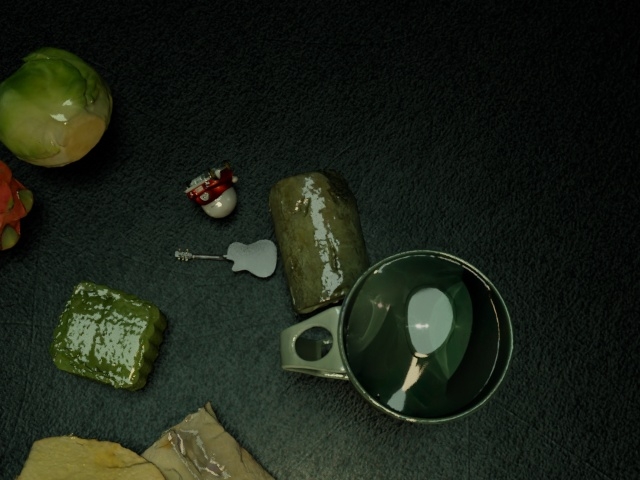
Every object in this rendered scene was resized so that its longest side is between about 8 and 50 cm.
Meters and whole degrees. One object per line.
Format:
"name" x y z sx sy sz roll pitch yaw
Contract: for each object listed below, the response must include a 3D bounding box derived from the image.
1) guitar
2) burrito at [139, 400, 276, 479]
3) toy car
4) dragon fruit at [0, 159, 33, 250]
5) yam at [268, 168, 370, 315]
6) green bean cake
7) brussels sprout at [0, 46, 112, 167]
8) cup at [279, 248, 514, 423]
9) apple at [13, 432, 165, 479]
"guitar" -0.211 0.036 1.815 0.234 0.025 0.088 4 76 0
"burrito" -0.197 0.500 1.639 0.190 0.135 0.332 -42 83 -18
"toy car" -0.238 -0.103 1.806 0.112 0.139 0.112 -28 97 16
"dragon fruit" -0.744 -0.080 1.745 0.224 0.227 0.224 0 83 1
"yam" 0.000 0.000 1.743 0.195 0.195 0.299 -11 76 -4
"green bean cake" -0.452 0.204 1.722 0.214 0.113 0.200 15 76 4
"brussels sprout" -0.596 -0.292 1.806 0.259 0.227 0.294 -45 55 -4
"cup" 0.144 0.190 1.588 0.401 0.392 0.310 25 76 5
"apple" -0.449 0.552 1.562 0.309 0.252 0.313 16 81 -10
